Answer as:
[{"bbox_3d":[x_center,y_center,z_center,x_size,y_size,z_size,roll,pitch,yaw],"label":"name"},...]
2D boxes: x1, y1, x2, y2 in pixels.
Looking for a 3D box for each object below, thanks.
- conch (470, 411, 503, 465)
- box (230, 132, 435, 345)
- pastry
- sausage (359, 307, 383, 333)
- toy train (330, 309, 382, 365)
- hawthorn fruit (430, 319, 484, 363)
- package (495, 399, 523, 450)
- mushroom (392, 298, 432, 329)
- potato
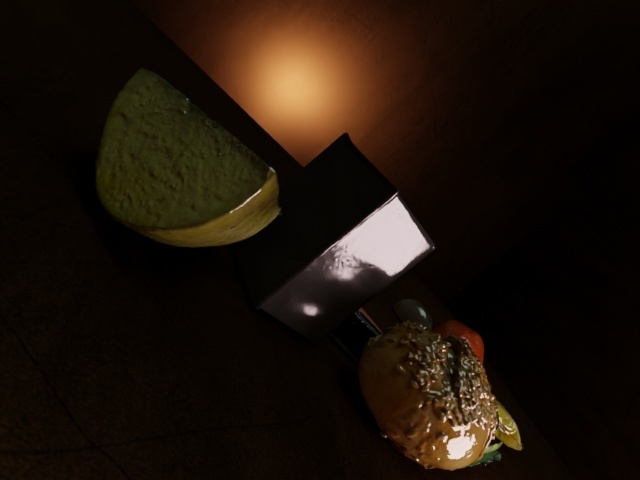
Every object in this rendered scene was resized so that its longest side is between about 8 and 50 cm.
[{"bbox_3d":[0.364,0.474,1.227,0.143,0.137,0.250,69,21,-3],"label":"conch"},{"bbox_3d":[0.017,-0.001,1.056,0.204,0.345,0.251,45,8,-41],"label":"box"},{"bbox_3d":[0.236,0.301,1.028,0.316,0.184,0.284,39,35,-5],"label":"pastry"},{"bbox_3d":[0.110,0.226,1.332,0.154,0.062,0.062,50,11,15],"label":"sausage"},{"bbox_3d":[0.140,0.278,1.195,0.409,0.086,0.089,46,10,-2],"label":"toy train"},{"bbox_3d":[0.448,0.394,1.713,0.211,0.211,0.299,46,21,-3],"label":"hawthorn fruit"},{"bbox_3d":[0.635,0.641,1.812,0.226,0.090,0.168,51,8,8],"label":"package"},{"bbox_3d":[0.379,0.308,2.011,0.141,0.117,0.188,5,46,-58],"label":"mushroom"},{"bbox_3d":[-0.224,-0.077,0.860,0.330,0.213,0.280,41,-10,21],"label":"potato"}]
